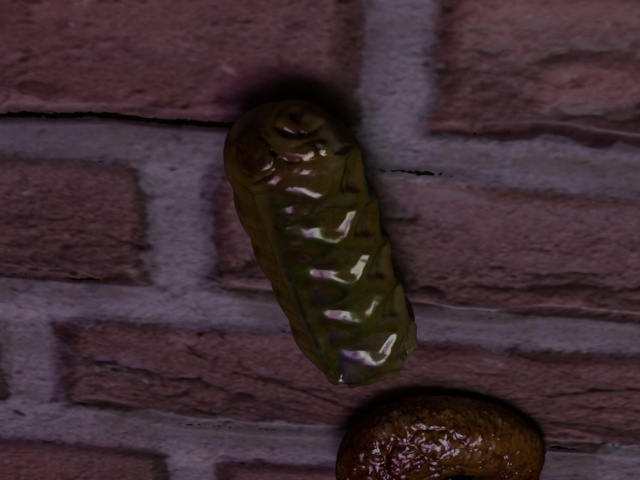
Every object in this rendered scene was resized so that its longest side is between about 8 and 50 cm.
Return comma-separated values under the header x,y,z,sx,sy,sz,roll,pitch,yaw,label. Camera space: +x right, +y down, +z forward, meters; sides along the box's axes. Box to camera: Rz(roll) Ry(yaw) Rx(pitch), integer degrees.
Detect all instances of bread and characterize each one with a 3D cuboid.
x,y,z,sx,sy,sz,roll,pitch,yaw,label
0.001,0.001,1.376,0.087,0.098,0.269,-36,142,-14,bread
0.101,0.196,1.634,0.193,0.064,0.193,2,142,1,bread
